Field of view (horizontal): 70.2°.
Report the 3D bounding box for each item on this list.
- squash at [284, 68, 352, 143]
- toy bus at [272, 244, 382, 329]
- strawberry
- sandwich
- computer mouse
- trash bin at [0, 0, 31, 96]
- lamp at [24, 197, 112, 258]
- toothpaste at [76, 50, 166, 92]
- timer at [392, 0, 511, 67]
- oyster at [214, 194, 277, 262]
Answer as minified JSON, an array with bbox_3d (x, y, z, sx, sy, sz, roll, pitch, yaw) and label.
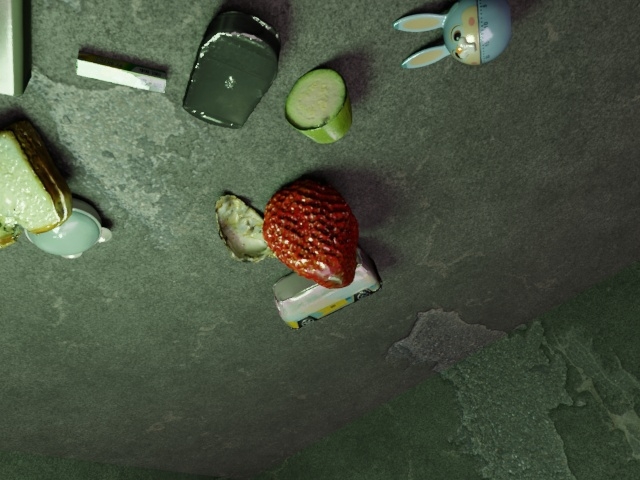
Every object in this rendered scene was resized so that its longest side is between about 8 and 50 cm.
[{"bbox_3d":[0.005,-0.318,1.122,0.170,0.170,0.123,-30,148,11],"label":"squash"},{"bbox_3d":[0.007,0.155,1.609,0.387,0.171,0.162,-28,127,10],"label":"toy bus"},{"bbox_3d":[0.000,0.000,1.304,0.312,0.351,0.267,30,110,-33],"label":"strawberry"},{"bbox_3d":[-0.737,-0.111,1.045,0.274,0.095,0.248,-20,109,2],"label":"sandwich"},{"bbox_3d":[-0.202,-0.385,1.033,0.169,0.087,0.295,15,140,-28],"label":"computer mouse"},{"bbox_3d":[-0.622,-0.412,0.829,0.164,0.122,0.240,9,128,-28],"label":"trash bin"},{"bbox_3d":[-0.689,-0.042,1.192,0.180,0.107,0.246,-30,136,6],"label":"lamp"},{"bbox_3d":[-0.433,-0.367,0.995,0.179,0.043,0.037,6,129,-24],"label":"toothpaste"},{"bbox_3d":[0.321,-0.477,1.065,0.256,0.175,0.175,-21,137,4],"label":"timer"},{"bbox_3d":[-0.229,-0.036,1.391,0.166,0.094,0.294,-34,128,-11],"label":"oyster"}]
